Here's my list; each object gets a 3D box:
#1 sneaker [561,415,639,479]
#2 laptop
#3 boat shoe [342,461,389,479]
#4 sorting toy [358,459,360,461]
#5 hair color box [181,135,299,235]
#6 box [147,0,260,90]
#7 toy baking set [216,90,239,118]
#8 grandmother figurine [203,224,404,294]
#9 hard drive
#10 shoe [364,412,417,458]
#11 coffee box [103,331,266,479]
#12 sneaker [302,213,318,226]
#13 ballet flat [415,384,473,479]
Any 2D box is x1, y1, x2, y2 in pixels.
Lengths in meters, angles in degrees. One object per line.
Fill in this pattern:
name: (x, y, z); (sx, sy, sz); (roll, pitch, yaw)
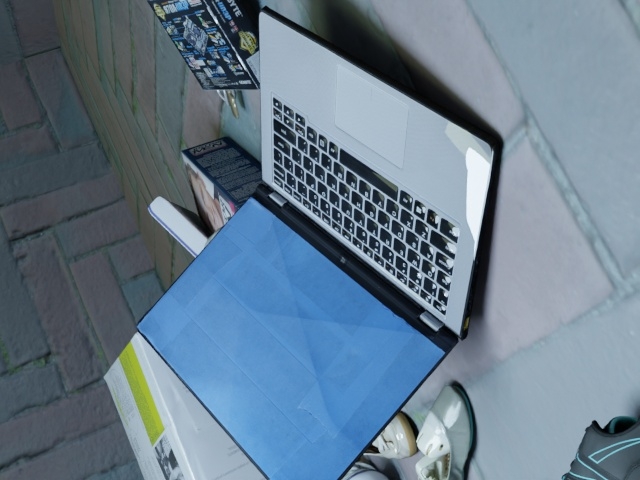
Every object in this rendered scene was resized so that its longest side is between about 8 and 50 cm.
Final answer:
sneaker: (0.267, 0.214, 0.742); (0.267, 0.101, 0.106); (113, 155, -66)
laptop: (-0.040, 0.012, 0.967); (0.382, 0.236, 0.408); (38, 141, 37)
boat shoe: (0.060, 0.470, 1.563); (0.156, 0.135, 0.367); (59, 170, 34)
sorting toy: (-0.018, 0.335, 1.749); (0.307, 0.041, 0.229); (28, 137, 64)
hair color box: (-0.143, -0.054, 1.566); (0.347, 0.105, 0.174); (42, 148, 55)
box: (-0.170, -0.319, 1.312); (0.220, 0.051, 0.175); (16, 143, 59)
toy baking set: (-0.191, -0.348, 1.502); (0.256, 0.030, 0.197); (59, 163, 29)
grandmother figurine: (-0.045, 0.027, 1.210); (0.342, 0.104, 0.208); (6, 110, 45)
hard drive: (-0.233, 0.008, 1.732); (0.210, 0.040, 0.319); (44, 179, 3)
shoe: (0.099, 0.324, 1.368); (0.077, 0.058, 0.219); (66, 162, 8)
coffee box: (-0.171, 0.312, 1.600); (0.338, 0.337, 0.334); (64, 150, 11)
sneaker: (0.000, 0.000, 1.271); (0.188, 0.067, 0.078); (104, 147, -57)
ballet flat: (0.160, 0.280, 1.126); (0.072, 0.068, 0.213); (51, 155, 43)
